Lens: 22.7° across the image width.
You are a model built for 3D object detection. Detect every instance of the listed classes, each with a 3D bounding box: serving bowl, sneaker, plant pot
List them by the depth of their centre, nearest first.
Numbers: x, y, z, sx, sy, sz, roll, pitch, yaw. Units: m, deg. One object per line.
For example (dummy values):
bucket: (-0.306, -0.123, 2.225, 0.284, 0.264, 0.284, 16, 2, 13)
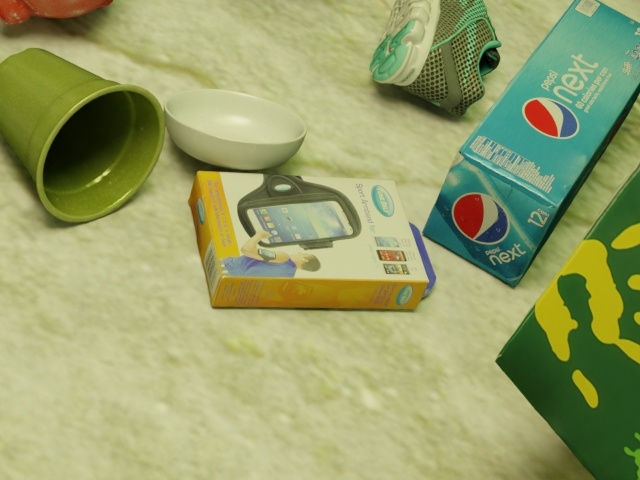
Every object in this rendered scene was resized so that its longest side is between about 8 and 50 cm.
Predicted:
plant pot: (-0.141, -0.065, 0.868, 0.083, 0.083, 0.079, -24, 47, -37)
serving bowl: (-0.051, -0.060, 0.919, 0.083, 0.027, 0.083, 9, 24, -4)
sneaker: (0.086, -0.140, 1.048, 0.076, 0.065, 0.166, 34, 46, -12)

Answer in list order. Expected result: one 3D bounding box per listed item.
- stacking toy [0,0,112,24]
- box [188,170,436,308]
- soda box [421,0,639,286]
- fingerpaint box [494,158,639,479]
stacking toy: (-0.129, -0.240, 1.053, 0.309, 0.130, 0.279, -13, 28, -35)
box: (0.000, 0.000, 0.889, 0.136, 0.028, 0.081, 0, 47, -19)
soda box: (0.141, -0.067, 0.978, 0.067, 0.071, 0.210, 31, 44, 10)
fingerpaint box: (0.375, 0.080, 0.791, 0.444, 0.163, 0.371, -19, 61, -40)
